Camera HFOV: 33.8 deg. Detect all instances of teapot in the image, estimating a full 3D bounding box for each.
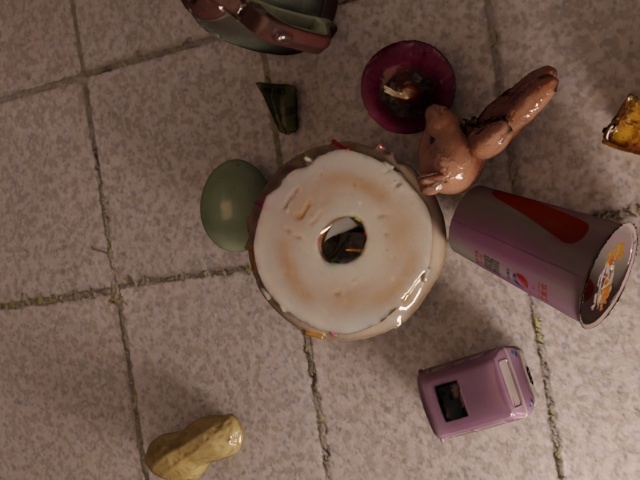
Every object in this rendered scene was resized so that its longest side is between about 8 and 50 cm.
[{"bbox_3d":[-0.112,-0.455,2.011,0.315,0.312,0.233,41,115,21],"label":"teapot"}]

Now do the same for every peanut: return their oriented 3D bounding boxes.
[{"bbox_3d":[-0.270,0.457,2.303,0.257,0.123,0.123,-24,82,26],"label":"peanut"}]

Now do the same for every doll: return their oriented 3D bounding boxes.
[{"bbox_3d":[0.279,-0.216,1.864,0.156,0.201,0.303,43,111,-3],"label":"doll"}]

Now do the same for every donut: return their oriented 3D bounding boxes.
[{"bbox_3d":[0.597,-0.233,1.734,0.152,0.101,0.259,39,111,21],"label":"donut"},{"bbox_3d":[0.047,-0.001,1.996,0.383,0.142,0.382,0,92,3],"label":"donut"}]

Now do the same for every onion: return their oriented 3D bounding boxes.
[{"bbox_3d":[0.164,-0.283,1.953,0.153,0.177,0.177,46,120,56],"label":"onion"}]

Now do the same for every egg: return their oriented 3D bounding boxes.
[{"bbox_3d":[-0.173,-0.071,2.175,0.149,0.149,0.192,0,86,31],"label":"egg"}]

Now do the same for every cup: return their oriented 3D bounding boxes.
[{"bbox_3d":[0.381,0.010,1.846,0.288,0.203,0.203,24,106,33],"label":"cup"}]

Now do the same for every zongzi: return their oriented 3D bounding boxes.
[{"bbox_3d":[-0.095,-0.273,2.173,0.113,0.052,0.104,12,107,42],"label":"zongzi"}]

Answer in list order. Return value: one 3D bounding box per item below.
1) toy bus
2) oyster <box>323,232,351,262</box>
[{"bbox_3d":[0.280,0.280,1.943,0.202,0.142,0.142,-22,83,30],"label":"toy bus"},{"bbox_3d":[-0.015,0.002,2.129,0.161,0.107,0.232,26,89,27],"label":"oyster"}]
